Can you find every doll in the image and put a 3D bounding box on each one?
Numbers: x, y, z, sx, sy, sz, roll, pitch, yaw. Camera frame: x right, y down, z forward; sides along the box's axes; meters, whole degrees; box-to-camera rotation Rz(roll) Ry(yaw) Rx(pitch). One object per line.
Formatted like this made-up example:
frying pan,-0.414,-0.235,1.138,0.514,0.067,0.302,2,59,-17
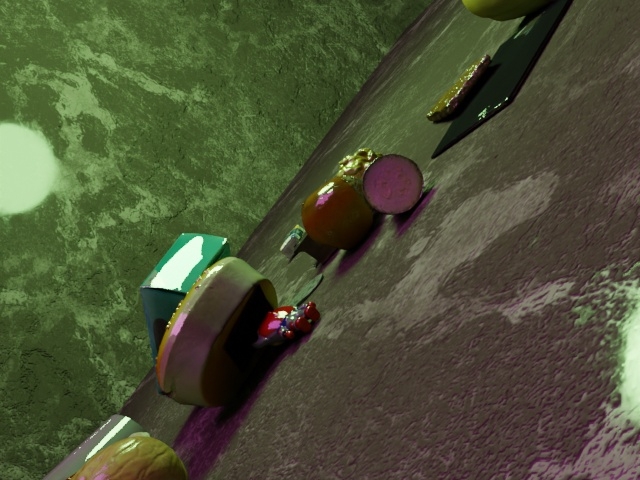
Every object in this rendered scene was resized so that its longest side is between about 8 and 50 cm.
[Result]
doll,-0.064,0.149,1.531,0.195,0.062,0.104,-22,41,58

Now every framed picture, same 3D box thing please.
framed picture,0.327,-0.301,1.532,0.323,0.013,0.244,-55,10,-28

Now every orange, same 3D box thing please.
orange,0.038,-0.052,1.627,0.157,0.134,0.156,-27,12,6

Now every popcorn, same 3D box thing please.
popcorn,0.093,-0.133,1.718,0.106,0.121,0.116,-22,61,51

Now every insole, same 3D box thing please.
insole,-0.050,0.123,1.733,0.193,0.006,0.065,-45,11,39

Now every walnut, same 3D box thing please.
walnut,-0.292,0.400,1.281,0.225,0.193,0.193,-45,3,-37

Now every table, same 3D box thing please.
table,0.000,0.000,1.785,0.082,0.070,0.083,-51,8,28

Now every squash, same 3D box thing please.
squash,0.124,-0.081,1.476,0.105,0.105,0.132,-52,-10,-4

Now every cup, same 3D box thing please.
cup,-0.484,0.516,1.819,0.203,0.203,0.288,-42,6,47

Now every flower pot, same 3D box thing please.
flower pot,0.380,-0.520,1.645,0.195,0.195,0.179,-52,20,-2

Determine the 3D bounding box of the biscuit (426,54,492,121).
biscuit,0.272,-0.294,1.703,0.131,0.026,0.237,-51,3,1

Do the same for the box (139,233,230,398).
box,-0.269,0.164,1.822,0.205,0.118,0.311,-65,-21,-51

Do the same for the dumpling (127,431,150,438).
dumpling,-0.350,0.465,1.506,0.179,0.131,0.252,16,78,57

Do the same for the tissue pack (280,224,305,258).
tissue pack,-0.068,0.004,2.210,0.062,0.042,0.083,-51,8,21

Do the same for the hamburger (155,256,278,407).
hamburger,-0.199,0.169,1.604,0.295,0.151,0.227,-52,-30,-36
